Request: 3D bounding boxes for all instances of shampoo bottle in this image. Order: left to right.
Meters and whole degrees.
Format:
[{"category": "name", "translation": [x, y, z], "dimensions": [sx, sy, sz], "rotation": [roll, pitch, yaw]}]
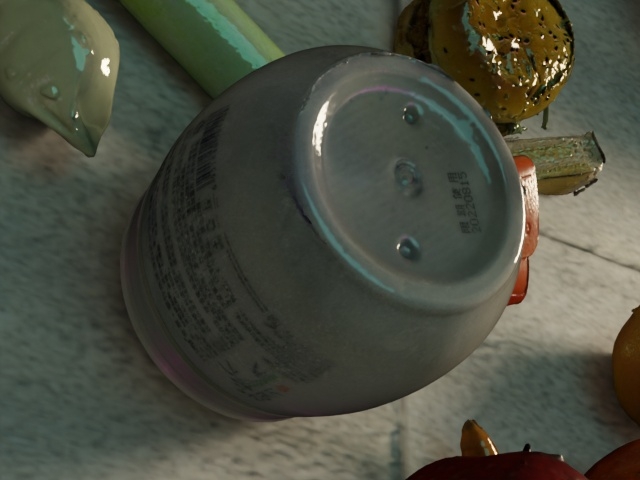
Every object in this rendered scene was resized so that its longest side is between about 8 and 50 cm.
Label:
[{"category": "shampoo bottle", "translation": [0.000, 0.000, 1.430], "dimensions": [0.273, 0.266, 0.273], "rotation": [14, 63, -30]}]

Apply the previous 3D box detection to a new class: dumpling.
[{"category": "dumpling", "translation": [-0.207, -0.144, 1.467], "dimensions": [0.169, 0.100, 0.134], "rotation": [45, 6, 10]}]

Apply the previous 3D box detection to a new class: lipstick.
[{"category": "lipstick", "translation": [-0.097, -0.177, 1.575], "dimensions": [0.304, 0.076, 0.076], "rotation": [45, 47, -13]}]

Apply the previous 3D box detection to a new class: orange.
[{"category": "orange", "translation": [0.345, 0.115, 1.755], "dimensions": [0.155, 0.154, 0.134], "rotation": [1, 27, -40]}]

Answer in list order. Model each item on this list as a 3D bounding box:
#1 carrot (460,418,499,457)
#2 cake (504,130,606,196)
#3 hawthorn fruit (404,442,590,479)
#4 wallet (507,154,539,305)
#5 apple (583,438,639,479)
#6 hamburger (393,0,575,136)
[{"category": "carrot", "translation": [0.170, 0.284, 1.573], "dimensions": [0.066, 0.062, 0.271], "rotation": [19, 46, -65]}, {"category": "cake", "translation": [0.209, -0.070, 1.796], "dimensions": [0.121, 0.065, 0.052], "rotation": [-6, 72, -31]}, {"category": "hawthorn fruit", "translation": [0.147, 0.275, 1.443], "dimensions": [0.254, 0.254, 0.300], "rotation": [41, 37, -17]}, {"category": "wallet", "translation": [0.114, 0.004, 1.649], "dimensions": [0.204, 0.045, 0.142], "rotation": [-10, 106, -42]}, {"category": "apple", "translation": [0.327, 0.268, 1.610], "dimensions": [0.230, 0.230, 0.230], "rotation": [19, 58, -32]}, {"category": "hamburger", "translation": [0.167, -0.181, 1.772], "dimensions": [0.185, 0.113, 0.177], "rotation": [47, 45, -10]}]
